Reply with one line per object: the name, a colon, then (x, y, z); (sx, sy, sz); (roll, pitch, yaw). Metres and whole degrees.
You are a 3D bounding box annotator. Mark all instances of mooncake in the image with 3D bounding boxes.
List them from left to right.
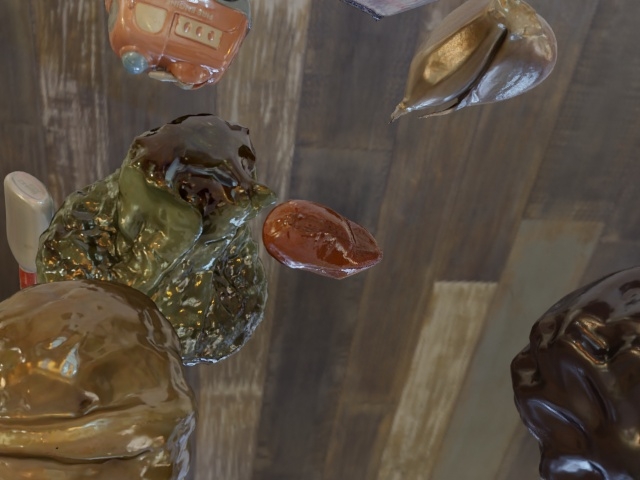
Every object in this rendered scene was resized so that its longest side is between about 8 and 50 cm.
mooncake: (0.301, 0.165, 0.814); (0.141, 0.283, 0.283); (-32, 144, -35)

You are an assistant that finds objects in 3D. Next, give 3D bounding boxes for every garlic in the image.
garlic: (0.315, -0.340, 1.843); (0.231, 0.246, 0.340); (38, 114, -16)

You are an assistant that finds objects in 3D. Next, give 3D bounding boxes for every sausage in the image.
sausage: (0.000, 0.000, 1.138); (0.179, 0.089, 0.089); (19, 128, -41)

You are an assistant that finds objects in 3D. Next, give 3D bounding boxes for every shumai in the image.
shumai: (-0.202, -0.022, 1.366); (0.397, 0.324, 0.323); (-7, 141, -48)

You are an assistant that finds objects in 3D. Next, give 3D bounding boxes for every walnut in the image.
walnut: (-0.268, 0.189, 0.967); (0.285, 0.285, 0.296); (4, 91, -12)

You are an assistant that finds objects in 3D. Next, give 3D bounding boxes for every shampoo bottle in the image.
shampoo bottle: (-0.471, -0.003, 1.482); (0.051, 0.108, 0.220); (-31, 147, -40)

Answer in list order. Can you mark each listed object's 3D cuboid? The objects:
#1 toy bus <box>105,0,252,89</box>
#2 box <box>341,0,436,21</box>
toy bus: (-0.281, -0.409, 1.744); (0.288, 0.232, 0.194); (15, 166, -16)
box: (0.162, -0.295, 0.760); (0.370, 0.112, 0.190); (-9, 174, 29)
